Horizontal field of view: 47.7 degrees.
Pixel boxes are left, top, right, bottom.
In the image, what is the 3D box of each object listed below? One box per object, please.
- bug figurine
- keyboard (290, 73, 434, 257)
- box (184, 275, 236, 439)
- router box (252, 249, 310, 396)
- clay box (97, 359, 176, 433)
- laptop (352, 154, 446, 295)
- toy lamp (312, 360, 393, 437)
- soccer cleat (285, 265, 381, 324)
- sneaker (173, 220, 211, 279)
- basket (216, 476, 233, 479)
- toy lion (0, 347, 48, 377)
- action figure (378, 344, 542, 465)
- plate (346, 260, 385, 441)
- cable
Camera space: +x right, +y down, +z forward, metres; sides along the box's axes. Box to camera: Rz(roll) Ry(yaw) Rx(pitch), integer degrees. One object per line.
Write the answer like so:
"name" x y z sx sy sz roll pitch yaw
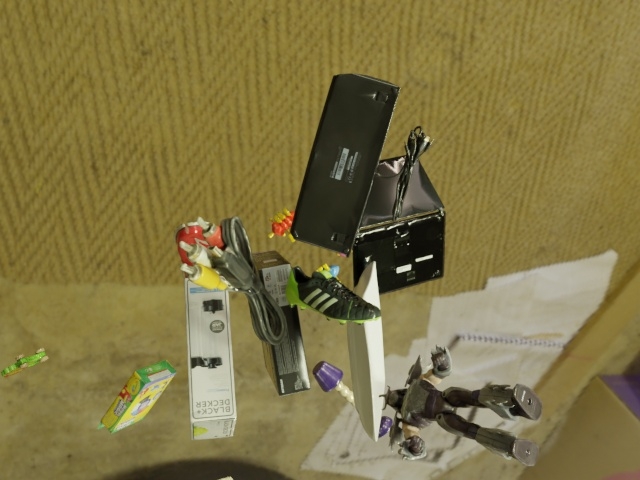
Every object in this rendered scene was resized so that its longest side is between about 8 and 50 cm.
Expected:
"bug figurine" 0.000 0.000 1.956 0.216 0.072 0.279 -34 108 4
"keyboard" 0.077 -0.124 1.283 0.201 0.033 0.317 18 103 8
"box" -0.223 0.236 1.448 0.087 0.290 0.169 -3 155 -11
"router box" -0.106 0.192 1.772 0.080 0.243 0.309 -10 98 -11
"clay box" -0.482 0.418 1.898 0.222 0.053 0.127 -54 161 22
"laptop" 0.146 -0.031 1.610 0.234 0.136 0.265 -14 117 -21
"toy lamp" 0.086 0.444 2.035 0.080 0.080 0.274 -43 101 9
"soccer cleat" 0.017 0.087 1.158 0.060 0.178 0.073 -14 112 -54
"sneaker" -0.283 0.063 1.737 0.107 0.118 0.279 -12 143 -10
"basket" -0.191 0.554 1.384 0.103 0.167 0.113 -7 135 -40
"toy lion" -0.772 0.323 1.877 0.096 0.034 0.100 -35 171 29
"action figure" 0.196 0.256 1.110 0.099 0.285 0.186 25 73 -40
"plate" 0.090 0.207 1.421 0.045 0.277 0.278 -4 103 9
"cable" -0.141 0.067 1.256 0.072 0.140 0.287 -3 143 26
